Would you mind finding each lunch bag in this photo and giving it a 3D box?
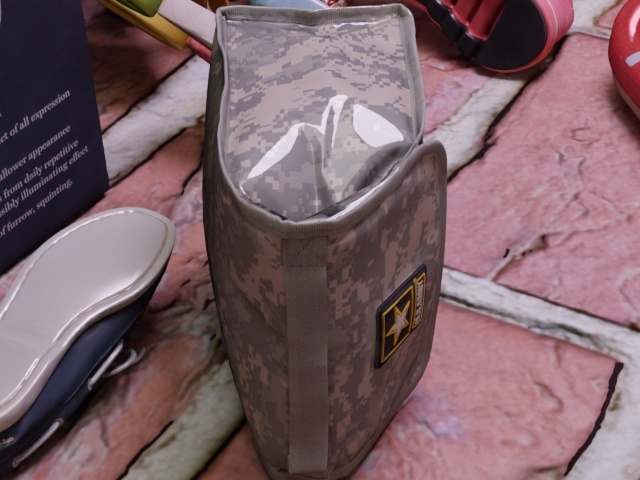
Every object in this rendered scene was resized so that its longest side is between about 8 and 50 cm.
[{"bbox_3d":[0.000,0.000,1.055,0.169,0.235,0.287,-1,38,-2],"label":"lunch bag"}]

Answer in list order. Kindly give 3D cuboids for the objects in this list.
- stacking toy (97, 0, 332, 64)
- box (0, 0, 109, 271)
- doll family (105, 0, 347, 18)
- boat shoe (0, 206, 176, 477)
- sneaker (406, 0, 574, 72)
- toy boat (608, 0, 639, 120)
[{"bbox_3d":[-0.092,-0.229,1.294,0.309,0.279,0.130,32,89,19],"label":"stacking toy"},{"bbox_3d":[-0.352,-0.153,1.141,0.212,0.395,0.293,22,44,27],"label":"box"},{"bbox_3d":[-0.089,-0.287,1.516,0.263,0.118,0.163,22,46,25],"label":"doll family"},{"bbox_3d":[-0.185,0.072,1.101,0.095,0.079,0.254,15,44,17],"label":"boat shoe"},{"bbox_3d":[0.118,-0.282,1.492,0.314,0.116,0.136,41,36,14],"label":"sneaker"},{"bbox_3d":[0.348,-0.167,1.317,0.151,0.151,0.231,-11,39,-11],"label":"toy boat"}]
